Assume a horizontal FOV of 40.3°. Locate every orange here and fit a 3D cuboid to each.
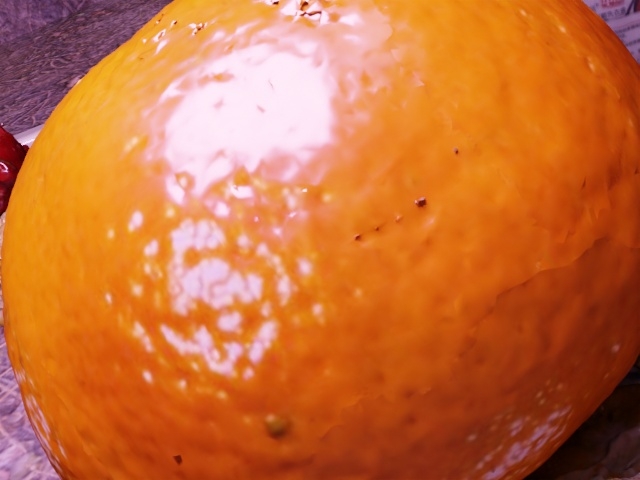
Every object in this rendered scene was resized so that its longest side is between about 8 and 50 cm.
[{"bbox_3d":[0.186,0.144,0.473,0.160,0.112,0.170,-14,3,33],"label":"orange"},{"bbox_3d":[0.000,0.000,0.550,0.424,0.326,0.424,-38,5,4],"label":"orange"}]

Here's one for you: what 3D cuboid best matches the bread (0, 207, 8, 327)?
[{"bbox_3d":[-0.279,-0.002,1.004,0.174,0.121,0.245,-8,27,19],"label":"bread"}]

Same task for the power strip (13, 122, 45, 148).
[{"bbox_3d":[-0.427,-0.121,1.336,0.338,0.098,0.058,-24,25,-11],"label":"power strip"}]

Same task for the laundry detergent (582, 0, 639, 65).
[{"bbox_3d":[0.211,-0.184,0.736,0.263,0.398,0.125,-16,28,5],"label":"laundry detergent"}]

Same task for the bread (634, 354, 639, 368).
[{"bbox_3d":[0.268,0.071,0.609,0.082,0.056,0.115,-44,26,-21],"label":"bread"}]

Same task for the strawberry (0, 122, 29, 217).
[{"bbox_3d":[-0.511,-0.054,1.163,0.274,0.220,0.274,18,35,-13],"label":"strawberry"}]
